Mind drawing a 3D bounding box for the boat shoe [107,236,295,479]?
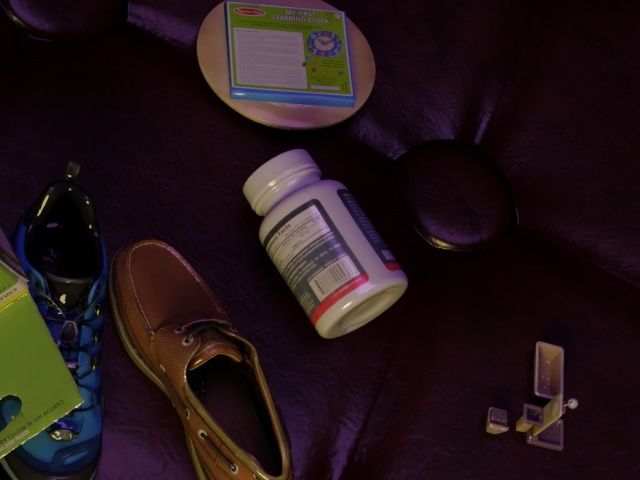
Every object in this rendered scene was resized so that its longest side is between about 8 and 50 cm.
[{"bbox_3d":[-0.105,0.114,1.313,0.111,0.104,0.307,-22,70,-28],"label":"boat shoe"}]

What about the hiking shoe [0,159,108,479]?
[{"bbox_3d":[-0.251,0.085,1.262,0.113,0.132,0.304,1,61,-19],"label":"hiking shoe"}]

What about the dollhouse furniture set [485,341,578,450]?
[{"bbox_3d":[0.228,0.144,1.427,0.091,0.081,0.114,15,57,-11],"label":"dollhouse furniture set"}]

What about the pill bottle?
[{"bbox_3d":[0.000,0.000,1.415,0.108,0.108,0.180,-23,71,-29],"label":"pill bottle"}]

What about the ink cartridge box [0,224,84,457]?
[{"bbox_3d":[-0.345,0.075,1.187,0.189,0.097,0.255,-34,61,-1],"label":"ink cartridge box"}]

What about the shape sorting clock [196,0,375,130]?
[{"bbox_3d":[-0.039,-0.206,1.561,0.206,0.040,0.206,7,59,-11],"label":"shape sorting clock"}]
